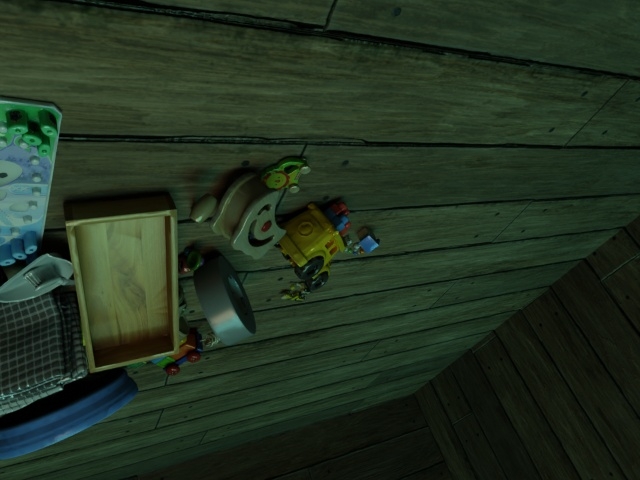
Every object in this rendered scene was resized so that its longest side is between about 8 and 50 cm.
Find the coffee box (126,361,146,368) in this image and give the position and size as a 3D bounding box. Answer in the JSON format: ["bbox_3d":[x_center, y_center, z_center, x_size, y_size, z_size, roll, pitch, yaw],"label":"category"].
[{"bbox_3d":[-0.554,0.277,1.396,0.040,0.113,0.184,-30,149,5],"label":"coffee box"}]

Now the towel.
[{"bbox_3d":[-0.676,0.243,1.126,0.283,0.235,0.121,-21,150,-3],"label":"towel"}]

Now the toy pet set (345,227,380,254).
[{"bbox_3d":[0.120,0.022,1.513,0.114,0.065,0.122,-39,148,24],"label":"toy pet set"}]

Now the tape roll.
[{"bbox_3d":[-0.241,0.151,1.305,0.072,0.219,0.219,-24,151,0],"label":"tape roll"}]

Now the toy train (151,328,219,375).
[{"bbox_3d":[-0.419,0.300,1.557,0.248,0.105,0.143,-33,136,15],"label":"toy train"}]

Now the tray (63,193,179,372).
[{"bbox_3d":[-0.419,0.100,1.117,0.202,0.076,0.411,-9,129,-25],"label":"tray"}]

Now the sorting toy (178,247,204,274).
[{"bbox_3d":[-0.311,0.050,1.252,0.101,0.061,0.042,-16,160,38],"label":"sorting toy"}]

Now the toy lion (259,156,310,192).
[{"bbox_3d":[-0.084,-0.144,1.134,0.096,0.034,0.100,5,140,-29],"label":"toy lion"}]

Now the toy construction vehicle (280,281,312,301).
[{"bbox_3d":[-0.075,0.164,1.643,0.098,0.035,0.086,8,149,-40],"label":"toy construction vehicle"}]

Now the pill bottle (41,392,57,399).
[{"bbox_3d":[-0.808,0.377,1.377,0.180,0.108,0.108,11,136,-46],"label":"pill bottle"}]

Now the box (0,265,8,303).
[{"bbox_3d":[-0.674,0.086,1.046,0.052,0.062,0.083,-13,149,-22],"label":"box"}]

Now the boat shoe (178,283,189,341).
[{"bbox_3d":[-0.398,0.169,1.321,0.110,0.122,0.341,-21,149,-3],"label":"boat shoe"}]

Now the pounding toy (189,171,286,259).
[{"bbox_3d":[-0.179,-0.076,1.126,0.154,0.154,0.269,-52,161,-2],"label":"pounding toy"}]

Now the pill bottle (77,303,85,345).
[{"bbox_3d":[-0.550,0.191,1.265,0.184,0.103,0.103,-22,151,-4],"label":"pill bottle"}]

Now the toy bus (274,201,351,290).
[{"bbox_3d":[0.000,0.000,1.337,0.211,0.149,0.220,-39,153,-5],"label":"toy bus"}]

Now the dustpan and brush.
[{"bbox_3d":[-0.568,0.081,1.094,0.147,0.060,0.211,-37,-177,3],"label":"dustpan and brush"}]

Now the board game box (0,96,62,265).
[{"bbox_3d":[-0.645,-0.077,0.814,0.389,0.050,0.390,0,143,-35],"label":"board game box"}]

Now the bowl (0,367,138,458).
[{"bbox_3d":[-0.719,0.470,1.446,0.390,0.077,0.391,-19,-176,1],"label":"bowl"}]

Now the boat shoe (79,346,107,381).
[{"bbox_3d":[-0.672,0.301,1.357,0.116,0.123,0.324,-36,158,14],"label":"boat shoe"}]
